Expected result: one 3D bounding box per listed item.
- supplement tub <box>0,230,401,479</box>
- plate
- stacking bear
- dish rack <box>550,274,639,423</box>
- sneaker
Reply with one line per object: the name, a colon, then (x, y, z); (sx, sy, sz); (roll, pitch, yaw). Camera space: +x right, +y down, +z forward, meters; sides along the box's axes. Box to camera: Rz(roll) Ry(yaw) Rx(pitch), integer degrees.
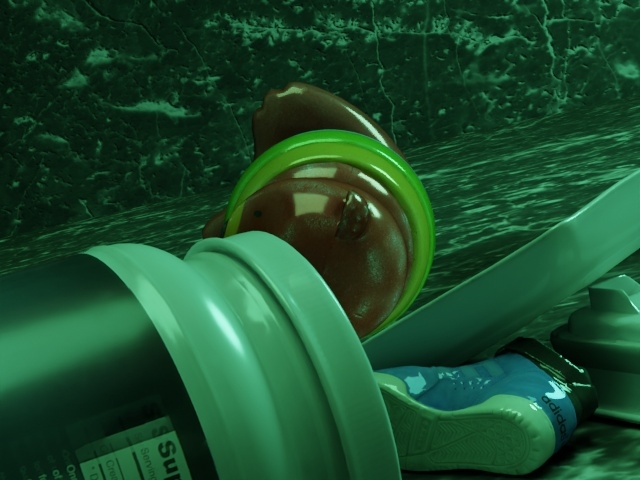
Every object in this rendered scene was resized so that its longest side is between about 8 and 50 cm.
supplement tub: (-0.124, 0.111, 0.657); (0.272, 0.191, 0.191); (-17, 8, -25)
plate: (0.110, 0.041, 1.070); (0.277, 0.045, 0.278); (-36, -5, 32)
stacking bear: (0.000, 0.000, 1.126); (0.164, 0.175, 0.289); (24, 8, -2)
dish rack: (0.305, 0.036, 0.931); (0.285, 0.072, 0.333); (-18, 7, -24)
sneaker: (0.087, 0.091, 0.933); (0.152, 0.058, 0.084); (-1, 20, 45)
